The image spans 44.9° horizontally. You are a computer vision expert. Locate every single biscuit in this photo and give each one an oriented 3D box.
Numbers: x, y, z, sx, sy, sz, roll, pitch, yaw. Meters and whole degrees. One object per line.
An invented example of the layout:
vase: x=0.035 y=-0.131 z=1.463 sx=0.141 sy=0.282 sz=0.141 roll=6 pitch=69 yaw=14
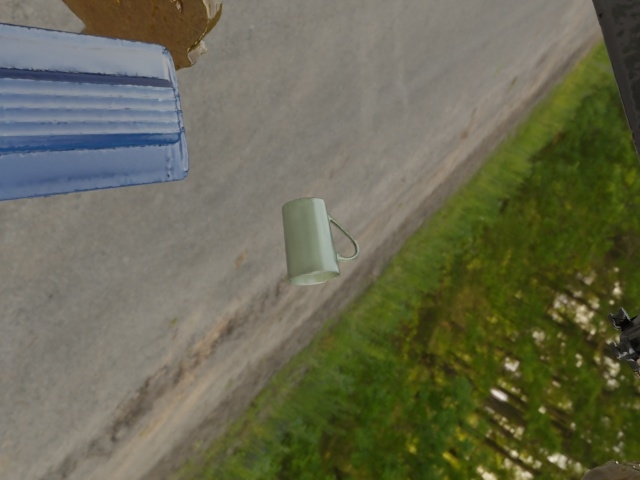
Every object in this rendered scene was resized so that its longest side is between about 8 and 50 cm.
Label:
biscuit: x=-0.332 y=-0.416 z=1.161 sx=0.368 sy=0.394 sz=0.076 roll=-14 pitch=-148 yaw=52

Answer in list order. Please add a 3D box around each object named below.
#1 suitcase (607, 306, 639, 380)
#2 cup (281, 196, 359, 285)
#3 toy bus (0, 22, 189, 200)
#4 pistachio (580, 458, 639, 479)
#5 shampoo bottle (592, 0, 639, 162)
suitcase: x=0.556 y=0.190 z=0.979 sx=0.229 sy=0.335 sz=0.152 roll=-37 pitch=180 yaw=23
cup: x=-0.003 y=-0.001 z=0.808 sx=0.054 sy=0.074 sz=0.083 roll=28 pitch=52 yaw=-66
toy bus: x=-0.268 y=-0.104 z=0.693 sx=0.287 sy=0.175 sz=0.138 roll=-18 pitch=101 yaw=-62
pistachio: x=0.448 y=0.398 z=1.108 sx=0.238 sy=0.137 sz=0.153 roll=38 pitch=63 yaw=-46
shampoo bottle: x=0.251 y=-0.069 z=0.519 sx=0.098 sy=0.071 sz=0.310 roll=-40 pitch=113 yaw=-50
